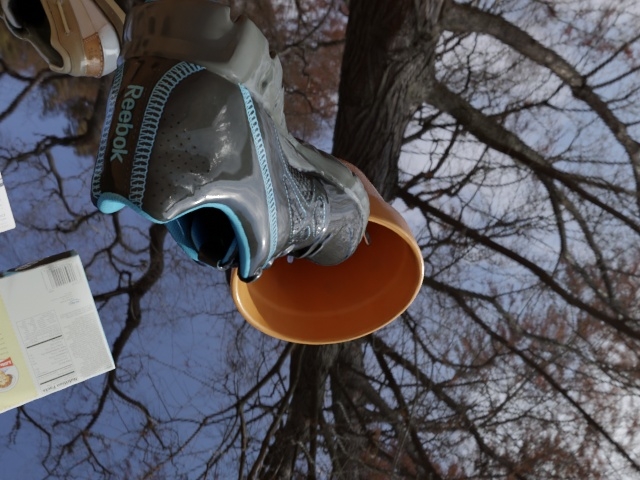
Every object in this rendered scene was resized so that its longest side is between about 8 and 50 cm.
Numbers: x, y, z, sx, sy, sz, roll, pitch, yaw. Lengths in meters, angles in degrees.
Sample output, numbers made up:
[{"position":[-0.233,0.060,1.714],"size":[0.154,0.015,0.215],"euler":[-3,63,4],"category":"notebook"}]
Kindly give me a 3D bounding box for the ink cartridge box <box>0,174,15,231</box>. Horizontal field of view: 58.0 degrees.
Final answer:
[{"position":[-0.459,-0.079,0.677],"size":[0.139,0.190,0.082],"euler":[-24,-118,-30],"category":"ink cartridge box"}]

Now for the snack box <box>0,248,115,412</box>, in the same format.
[{"position":[-0.475,0.150,0.801],"size":[0.322,0.187,0.060],"euler":[-19,-163,-26],"category":"snack box"}]

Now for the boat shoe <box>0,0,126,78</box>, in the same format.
[{"position":[-0.372,-0.326,0.762],"size":[0.302,0.113,0.103],"euler":[42,-133,18],"category":"boat shoe"}]

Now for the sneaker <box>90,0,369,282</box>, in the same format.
[{"position":[-0.058,-0.030,0.466],"size":[0.125,0.341,0.139],"euler":[7,-107,25],"category":"sneaker"}]

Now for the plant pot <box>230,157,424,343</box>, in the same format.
[{"position":[0.000,0.000,0.935],"size":[0.291,0.291,0.203],"euler":[0,-137,-10],"category":"plant pot"}]
